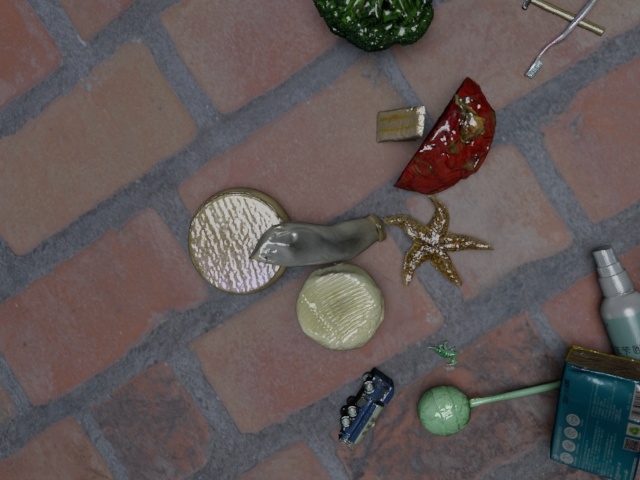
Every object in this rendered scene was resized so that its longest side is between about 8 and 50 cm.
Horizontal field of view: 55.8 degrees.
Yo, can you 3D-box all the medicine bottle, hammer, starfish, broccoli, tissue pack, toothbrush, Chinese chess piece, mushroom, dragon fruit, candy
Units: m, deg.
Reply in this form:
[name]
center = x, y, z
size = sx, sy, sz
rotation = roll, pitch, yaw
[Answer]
[medicine bottle]
center = 0.718, 0.182, 1.409
size = 0.110, 0.110, 0.352
rotation = -21, 91, 8
[hammer]
center = 0.582, -0.539, 1.432
size = 0.198, 0.013, 0.062
rotation = 27, 97, 5
[starfish]
center = 0.275, 0.013, 1.483
size = 0.277, 0.062, 0.236
rotation = 15, 96, 3
[broccoli]
center = 0.124, -0.583, 1.362
size = 0.297, 0.297, 0.298
rotation = 3, 59, -6
[tissue pack]
center = 0.640, 0.392, 1.376
size = 0.192, 0.134, 0.271
rotation = 13, 113, 28
[toothbrush]
center = 0.578, -0.495, 1.420
size = 0.027, 0.021, 0.269
rotation = 36, 104, -10
[Chinese chess piece]
center = -0.200, 0.001, 1.520
size = 0.269, 0.112, 0.270
rotation = 1, 94, 8
[mushroom]
center = 0.001, 0.002, 1.442
size = 0.351, 0.097, 0.110
rotation = -6, 89, -26
[dragon fruit]
center = 0.315, -0.216, 1.391
size = 0.152, 0.205, 0.317
rotation = 34, 98, 4
[candy]
center = 0.452, 0.378, 1.472
size = 0.439, 0.119, 0.119
rotation = -14, 92, 1

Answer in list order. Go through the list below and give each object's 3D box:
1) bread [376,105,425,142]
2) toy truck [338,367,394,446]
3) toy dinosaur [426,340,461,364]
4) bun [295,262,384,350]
[bread]
center = 0.188, -0.277, 1.434
size = 0.105, 0.152, 0.077
rotation = 2, 93, 3
[toy truck]
center = 0.110, 0.426, 1.524
size = 0.088, 0.074, 0.202
rotation = 32, 97, 0
[toy dinosaur]
center = 0.309, 0.286, 1.516
size = 0.083, 0.021, 0.062
rotation = -9, 105, 7
[bun]
center = 0.052, 0.157, 1.485
size = 0.220, 0.134, 0.221
rotation = 0, 97, 1
